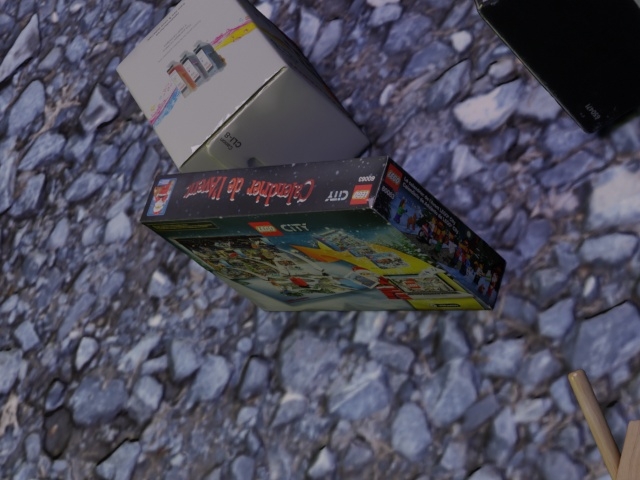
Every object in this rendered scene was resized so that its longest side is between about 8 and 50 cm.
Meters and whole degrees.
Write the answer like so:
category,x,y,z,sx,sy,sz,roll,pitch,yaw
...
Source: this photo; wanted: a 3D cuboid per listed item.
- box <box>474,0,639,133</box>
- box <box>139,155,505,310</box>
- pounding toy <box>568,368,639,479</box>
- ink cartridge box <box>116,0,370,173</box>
category,x,y,z,sx,sy,sz,roll,pitch,yaw
box,0.247,-0.292,1.257,0.296,0.183,0.294,-30,46,20
box,0.000,0.000,1.285,0.233,0.159,0.044,-2,60,40
pounding toy,0.208,0.162,0.995,0.100,0.141,0.130,-4,59,41
ink cartridge box,-0.067,-0.116,1.452,0.127,0.128,0.176,-43,43,9
